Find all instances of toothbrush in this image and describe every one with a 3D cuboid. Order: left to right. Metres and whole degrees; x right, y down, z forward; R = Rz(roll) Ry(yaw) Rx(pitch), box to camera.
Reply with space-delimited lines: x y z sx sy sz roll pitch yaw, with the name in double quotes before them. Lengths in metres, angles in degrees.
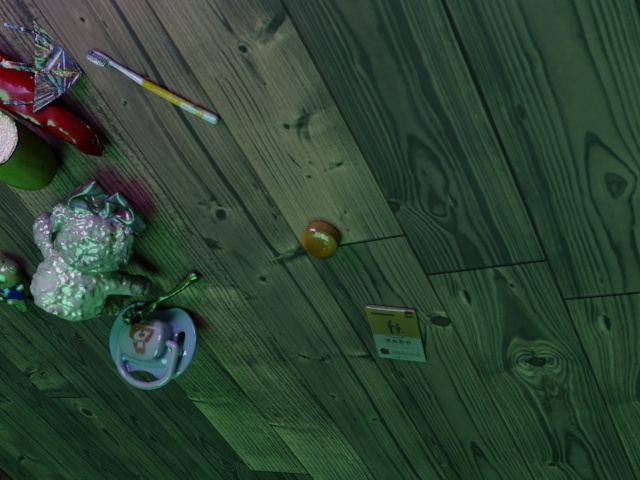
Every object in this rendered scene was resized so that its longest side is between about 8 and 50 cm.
"toothbrush" -0.328 -0.298 1.317 0.288 0.024 0.021 28 136 1

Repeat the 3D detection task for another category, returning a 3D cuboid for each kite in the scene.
"kite" -0.561 -0.346 1.357 0.160 0.010 0.182 4 104 -10

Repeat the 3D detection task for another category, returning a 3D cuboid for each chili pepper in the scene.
"chili pepper" -0.619 -0.301 1.417 0.388 0.110 0.110 35 137 -11

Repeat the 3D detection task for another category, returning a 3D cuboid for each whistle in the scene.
"whistle" -0.916 0.132 1.992 0.105 0.085 0.227 19 137 17

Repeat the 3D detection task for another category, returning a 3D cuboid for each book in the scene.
"book" 0.175 0.216 1.552 0.118 0.012 0.172 2 131 25

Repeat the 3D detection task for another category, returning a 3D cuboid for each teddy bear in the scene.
"teddy bear" -0.552 0.016 1.680 0.328 0.375 0.362 30 95 -3

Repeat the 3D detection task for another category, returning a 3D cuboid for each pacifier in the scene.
"pacifier" -0.442 0.292 1.858 0.279 0.227 0.207 6 173 23

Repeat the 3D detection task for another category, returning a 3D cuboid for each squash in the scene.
"squash" -0.666 -0.185 1.496 0.133 0.132 0.247 21 172 9

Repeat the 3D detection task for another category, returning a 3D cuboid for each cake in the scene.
"cake" 0.000 0.000 1.415 0.084 0.044 0.084 13 135 14

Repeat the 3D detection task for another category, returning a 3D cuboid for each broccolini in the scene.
"broccolini" -0.413 0.142 1.724 0.254 0.071 0.057 -37 115 19
